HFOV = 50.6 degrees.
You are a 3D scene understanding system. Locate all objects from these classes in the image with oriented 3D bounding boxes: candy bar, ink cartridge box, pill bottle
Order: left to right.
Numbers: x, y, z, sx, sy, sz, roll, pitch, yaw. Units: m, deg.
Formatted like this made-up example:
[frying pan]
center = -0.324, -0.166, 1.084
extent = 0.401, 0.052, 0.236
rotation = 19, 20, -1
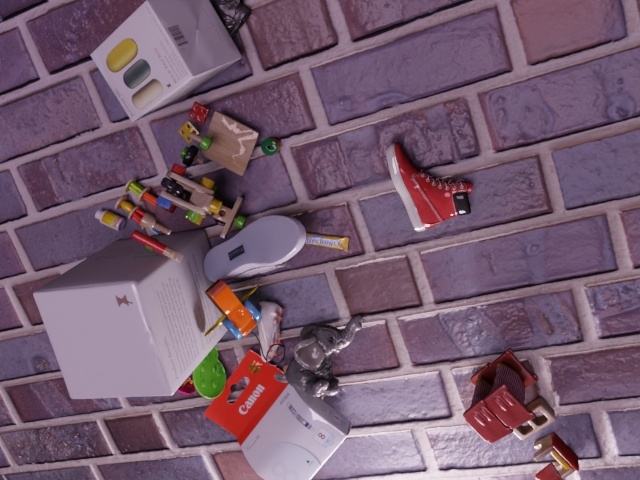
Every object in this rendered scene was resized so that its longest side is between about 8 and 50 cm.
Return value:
[pill bottle]
center = -0.630, -0.063, 2.024
extent = 0.083, 0.043, 0.043
rotation = 24, 116, 7
[ink cartridge box]
center = -0.146, 0.564, 2.066
extent = 0.385, 0.091, 0.308
rotation = 36, 111, 0
[candy bar]
center = 0.000, 0.000, 1.865
extent = 0.161, 0.018, 0.040
rotation = 8, 113, 14

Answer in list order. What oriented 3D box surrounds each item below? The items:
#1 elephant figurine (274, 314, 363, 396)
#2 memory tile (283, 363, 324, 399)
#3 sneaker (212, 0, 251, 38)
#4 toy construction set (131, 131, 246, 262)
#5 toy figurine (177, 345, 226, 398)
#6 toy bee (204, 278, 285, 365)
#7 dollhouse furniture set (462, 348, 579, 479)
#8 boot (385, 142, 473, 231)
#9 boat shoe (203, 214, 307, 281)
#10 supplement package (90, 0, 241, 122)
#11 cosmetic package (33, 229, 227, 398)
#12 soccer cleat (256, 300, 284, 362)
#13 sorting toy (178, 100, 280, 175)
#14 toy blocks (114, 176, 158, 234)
[elephant figurine]
center = -0.005, 0.309, 1.933
extent = 0.169, 0.186, 0.239
rotation = 25, 113, 55
[memory tile]
center = -0.057, 0.447, 2.063
extent = 0.148, 0.012, 0.113
rotation = 23, 116, 7
[sneaker]
center = -0.240, -0.563, 1.700
extent = 0.089, 0.051, 0.170
rotation = 43, 112, -2
[toy construction set]
center = -0.322, -0.067, 1.792
extent = 0.237, 0.309, 0.257
rotation = 29, 149, -6
[toy figurine]
center = -0.396, 0.414, 2.109
extent = 0.159, 0.130, 0.173
rotation = -19, 67, 37
[toy bee]
center = -0.243, 0.224, 1.913
extent = 0.162, 0.195, 0.298
rotation = 20, 129, 58
[dollhouse furniture set]
center = 0.560, 0.496, 1.782
extent = 0.374, 0.201, 0.152
rotation = 45, 117, -3
[boot]
center = 0.277, -0.155, 1.680
extent = 0.176, 0.088, 0.244
rotation = -20, 112, 23
[boat shoe]
center = -0.148, 0.032, 1.859
extent = 0.367, 0.156, 0.136
rotation = -27, 72, 36
[supplement package]
center = -0.381, -0.456, 1.669
extent = 0.262, 0.198, 0.199
rotation = -22, 103, 40
[cosmetic package]
center = -0.502, 0.196, 1.892
extent = 0.327, 0.394, 0.329
rotation = -6, 108, 20
[soccer cleat]
center = -0.156, 0.267, 1.999
extent = 0.076, 0.068, 0.196
rotation = 21, 116, 26
[sorting toy]
center = -0.246, -0.268, 1.819
extent = 0.274, 0.046, 0.132
rotation = 27, 117, 5
[toy blocks]
center = -0.511, -0.095, 1.968
extent = 0.148, 0.054, 0.123
rotation = 37, 117, 1
